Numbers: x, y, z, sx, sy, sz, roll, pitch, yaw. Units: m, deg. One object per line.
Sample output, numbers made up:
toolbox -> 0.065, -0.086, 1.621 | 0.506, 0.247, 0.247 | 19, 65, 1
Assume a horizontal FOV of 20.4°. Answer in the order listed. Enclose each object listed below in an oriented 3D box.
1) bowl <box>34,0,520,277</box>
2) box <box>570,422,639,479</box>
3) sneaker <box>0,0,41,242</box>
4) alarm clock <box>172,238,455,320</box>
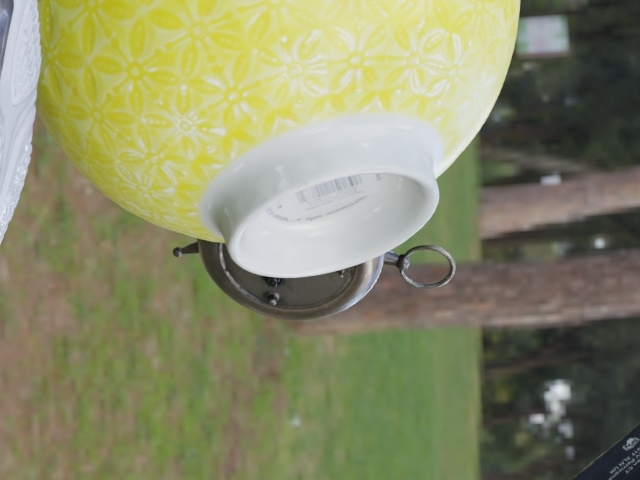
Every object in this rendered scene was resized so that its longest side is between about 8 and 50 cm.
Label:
bowl -> -0.012, -0.074, 0.964 | 0.289, 0.289, 0.156 | 78, -5, -65
box -> 0.207, 0.156, 0.761 | 0.156, 0.093, 0.158 | 53, -5, -19
sneaker -> -0.186, -0.092, 0.643 | 0.101, 0.153, 0.268 | -73, 170, -60
alarm clock -> 0.000, 0.000, 1.221 | 0.064, 0.192, 0.129 | -84, -171, -52
